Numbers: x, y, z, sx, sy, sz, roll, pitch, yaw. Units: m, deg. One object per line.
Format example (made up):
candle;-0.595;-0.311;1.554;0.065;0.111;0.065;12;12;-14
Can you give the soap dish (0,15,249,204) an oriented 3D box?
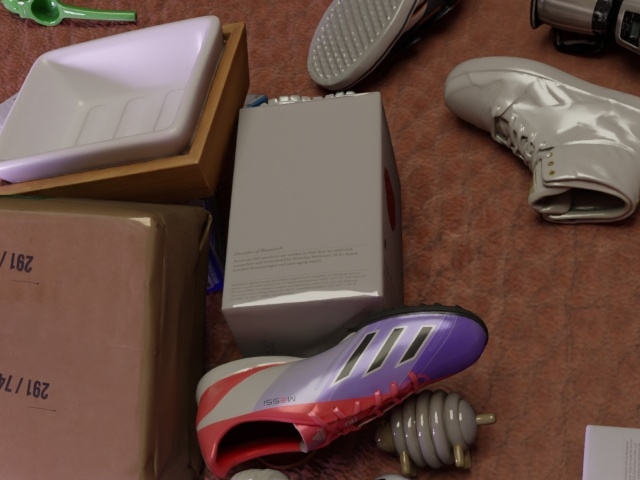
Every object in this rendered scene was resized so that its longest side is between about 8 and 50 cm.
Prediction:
soap dish;-0.230;-0.137;1.466;0.290;0.118;0.229;-7;48;24

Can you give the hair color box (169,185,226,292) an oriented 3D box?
hair color box;-0.294;-0.001;1.547;0.338;0.110;0.185;-13;50;2

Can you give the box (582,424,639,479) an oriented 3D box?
box;0.298;0.247;1.205;0.087;0.102;0.101;3;54;14

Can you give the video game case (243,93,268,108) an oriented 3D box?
video game case;-0.153;-0.169;1.642;0.119;0.015;0.166;5;21;18

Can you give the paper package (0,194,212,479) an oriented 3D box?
paper package;-0.293;0.107;1.341;0.324;0.168;0.310;2;90;17

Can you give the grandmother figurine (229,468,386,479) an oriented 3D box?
grandmother figurine;0.033;0.314;1.197;0.342;0.104;0.208;21;57;36

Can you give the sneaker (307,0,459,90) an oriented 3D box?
sneaker;0.112;-0.327;1.695;0.126;0.127;0.321;35;92;39

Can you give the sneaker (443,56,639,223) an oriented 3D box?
sneaker;0.259;-0.117;1.494;0.292;0.108;0.169;17;56;24

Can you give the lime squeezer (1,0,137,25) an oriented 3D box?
lime squeezer;-0.419;-0.370;1.909;0.310;0.059;0.110;30;35;33

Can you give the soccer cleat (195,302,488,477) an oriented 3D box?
soccer cleat;0.023;0.157;1.270;0.318;0.109;0.116;-17;39;10

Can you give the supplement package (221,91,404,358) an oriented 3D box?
supplement package;0.000;0.000;1.423;0.175;0.178;0.293;-6;52;10

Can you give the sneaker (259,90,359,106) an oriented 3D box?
sneaker;-0.016;-0.146;1.618;0.166;0.065;0.076;-8;56;11

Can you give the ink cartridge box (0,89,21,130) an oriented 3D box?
ink cartridge box;-0.365;-0.174;1.725;0.150;0.063;0.109;-38;53;-16

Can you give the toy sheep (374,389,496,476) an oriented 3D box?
toy sheep;0.120;0.198;1.301;0.132;0.091;0.091;-10;51;13

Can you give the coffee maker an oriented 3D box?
coffee maker;0.388;-0.318;1.608;0.178;0.120;0.171;25;62;28

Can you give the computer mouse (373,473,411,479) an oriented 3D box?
computer mouse;0.108;0.301;1.249;0.106;0.042;0.193;-40;54;-15

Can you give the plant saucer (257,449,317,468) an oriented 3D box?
plant saucer;-0.037;0.215;1.372;0.083;0.013;0.084;-7;51;9
